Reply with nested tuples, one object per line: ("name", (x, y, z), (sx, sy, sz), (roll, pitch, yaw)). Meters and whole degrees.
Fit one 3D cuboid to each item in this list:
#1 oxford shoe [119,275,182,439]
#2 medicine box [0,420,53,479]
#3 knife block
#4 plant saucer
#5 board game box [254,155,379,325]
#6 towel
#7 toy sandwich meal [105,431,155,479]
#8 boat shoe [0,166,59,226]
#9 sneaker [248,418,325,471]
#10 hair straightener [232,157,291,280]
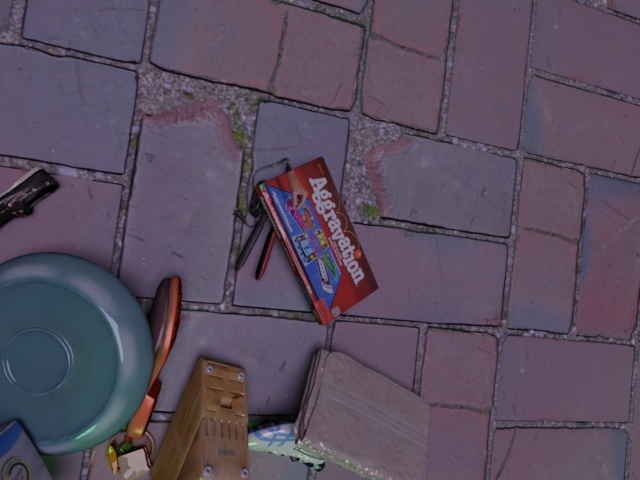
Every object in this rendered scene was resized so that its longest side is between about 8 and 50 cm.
("oxford shoe", (-0.296, 0.182, 0.732), (0.098, 0.097, 0.271), (17, 84, -10))
("medicine box", (-0.532, 0.394, 0.533), (0.289, 0.263, 0.149), (-24, 98, 1))
("knife block", (-0.224, 0.371, 0.754), (0.088, 0.242, 0.275), (27, 36, -35))
("plant saucer", (-0.415, 0.177, 0.673), (0.318, 0.044, 0.317), (0, 93, 1))
("board game box", (0.000, 0.000, 0.834), (0.145, 0.027, 0.281), (-30, 102, -28))
("towel", (0.087, 0.333, 0.821), (0.282, 0.049, 0.187), (33, 46, -15))
("toy sandwich meal", (-0.319, 0.360, 0.753), (0.086, 0.029, 0.085), (0, 89, -17))
("boat shoe", (-0.475, -0.057, 0.702), (0.042, 0.049, 0.133), (43, 73, -4))
("sneaker", (-0.036, 0.369, 0.807), (0.237, 0.085, 0.086), (9, 63, -18))
("hair straightener", (-0.111, -0.049, 0.814), (0.089, 0.047, 0.230), (21, 83, -16))
